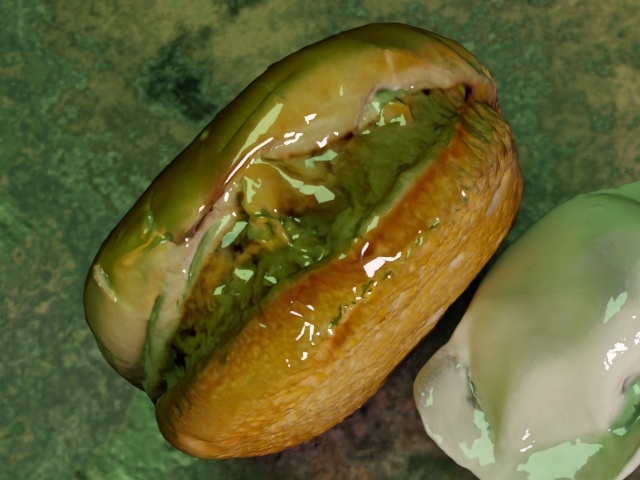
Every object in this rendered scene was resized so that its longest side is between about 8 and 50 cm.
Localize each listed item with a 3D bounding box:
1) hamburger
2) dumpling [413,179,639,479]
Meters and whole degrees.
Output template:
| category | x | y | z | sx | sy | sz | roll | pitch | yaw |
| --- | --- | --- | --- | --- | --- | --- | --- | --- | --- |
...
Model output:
| category | x | y | z | sx | sy | sz | roll | pitch | yaw |
| --- | --- | --- | --- | --- | --- | --- | --- | --- | --- |
| hamburger | 0.000 | 0.000 | 1.144 | 0.290 | 0.314 | 0.170 | -42 | 77 | 6 |
| dumpling | 0.175 | 0.055 | 1.167 | 0.250 | 0.132 | 0.162 | -43 | 61 | -10 |
